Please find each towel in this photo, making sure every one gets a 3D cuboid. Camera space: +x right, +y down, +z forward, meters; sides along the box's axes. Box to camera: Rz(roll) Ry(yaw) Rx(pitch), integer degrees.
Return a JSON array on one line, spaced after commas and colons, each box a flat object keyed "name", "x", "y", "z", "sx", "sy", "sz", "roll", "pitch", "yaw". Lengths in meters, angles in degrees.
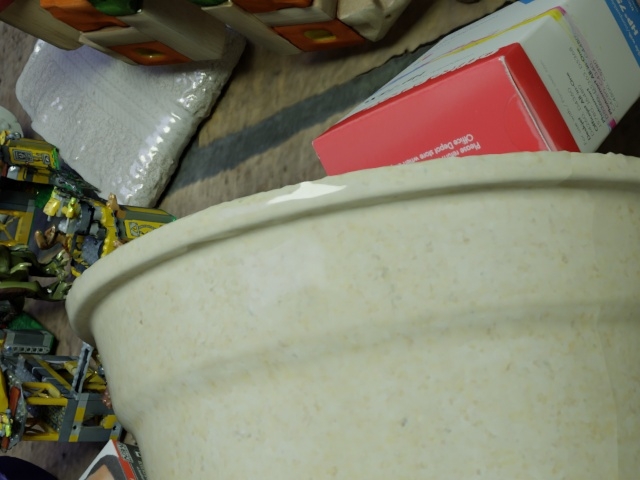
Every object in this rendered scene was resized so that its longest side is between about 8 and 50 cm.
[{"name": "towel", "x": -0.182, "y": -0.156, "z": 1.196, "sx": 0.282, "sy": 0.049, "sz": 0.187, "roll": 41, "pitch": 103, "yaw": 47}]

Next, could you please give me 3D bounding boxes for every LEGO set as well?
[{"name": "LEGO set", "x": -0.278, "y": 0.033, "z": 1.067, "sx": 0.331, "sy": 0.192, "sz": 0.255, "roll": 38, "pitch": 114, "yaw": 46}]

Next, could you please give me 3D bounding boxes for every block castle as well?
[{"name": "block castle", "x": -0.096, "y": -0.307, "z": 0.959, "sx": 0.453, "sy": 0.213, "sz": 0.303, "roll": -1, "pitch": 79, "yaw": 30}]

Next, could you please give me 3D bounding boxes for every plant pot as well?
[{"name": "plant pot", "x": 0.060, "y": 0.159, "z": 0.638, "sx": 0.334, "sy": 0.334, "sz": 0.305, "roll": -21, "pitch": 70, "yaw": 38}]

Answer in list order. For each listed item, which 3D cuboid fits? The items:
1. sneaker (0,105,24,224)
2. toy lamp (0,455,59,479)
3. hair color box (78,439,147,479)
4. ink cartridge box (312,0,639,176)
[{"name": "sneaker", "x": -0.405, "y": -0.001, "z": 1.296, "sx": 0.127, "sy": 0.126, "sz": 0.321, "roll": 30, "pitch": 96, "yaw": 43}, {"name": "toy lamp", "x": -0.299, "y": 0.311, "z": 1.085, "sx": 0.080, "sy": 0.080, "sz": 0.274, "roll": 35, "pitch": 95, "yaw": 48}, {"name": "hair color box", "x": -0.174, "y": 0.229, "z": 1.015, "sx": 0.141, "sy": 0.043, "sz": 0.072, "roll": -51, "pitch": 43, "yaw": 15}, {"name": "ink cartridge box", "x": 0.092, "y": -0.071, "z": 0.752, "sx": 0.134, "sy": 0.078, "sz": 0.231, "roll": -22, "pitch": 13, "yaw": 38}]
